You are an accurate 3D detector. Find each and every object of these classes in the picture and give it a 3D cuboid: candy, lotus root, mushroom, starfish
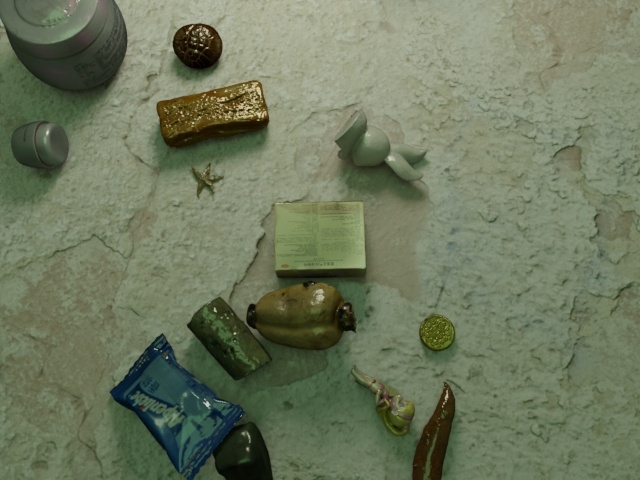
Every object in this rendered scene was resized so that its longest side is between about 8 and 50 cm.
[{"bbox_3d":[-0.317,0.351,1.482,0.331,0.077,0.187,29,71,39],"label":"candy"},{"bbox_3d":[-0.036,0.168,1.533,0.256,0.140,0.155,2,89,12],"label":"lotus root"},{"bbox_3d":[-0.313,-0.497,1.734,0.126,0.085,0.109,-16,77,3],"label":"mushroom"},{"bbox_3d":[-0.289,-0.150,1.684,0.086,0.016,0.092,22,80,9],"label":"starfish"}]

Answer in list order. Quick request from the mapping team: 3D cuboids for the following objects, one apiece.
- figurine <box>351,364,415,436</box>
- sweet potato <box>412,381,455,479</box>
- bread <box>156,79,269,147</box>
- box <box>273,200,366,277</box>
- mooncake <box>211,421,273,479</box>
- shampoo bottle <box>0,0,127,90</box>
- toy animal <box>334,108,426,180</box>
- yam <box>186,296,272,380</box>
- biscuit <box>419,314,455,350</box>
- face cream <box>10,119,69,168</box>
[{"bbox_3d":[0.135,0.352,1.517,0.187,0.083,0.083,41,81,4],"label":"figurine"},{"bbox_3d":[0.238,0.462,1.486,0.072,0.066,0.314,25,73,-34],"label":"sweet potato"},{"bbox_3d":[-0.267,-0.317,1.692,0.270,0.077,0.139,-14,72,-3],"label":"bread"},{"bbox_3d":[0.000,0.000,1.594,0.211,0.095,0.168,-1,74,2],"label":"box"},{"bbox_3d":[-0.160,0.476,1.439,0.104,0.168,0.175,-20,89,-5],"label":"mooncake"},{"bbox_3d":[-0.620,-0.519,1.658,0.272,0.266,0.273,0,75,1],"label":"shampoo bottle"},{"bbox_3d":[0.141,-0.212,1.657,0.220,0.131,0.104,35,43,-16],"label":"toy animal"},{"bbox_3d":[-0.203,0.228,1.537,0.107,0.107,0.194,-41,80,-8],"label":"yam"},{"bbox_3d":[0.268,0.212,1.568,0.084,0.023,0.084,0,76,2],"label":"biscuit"},{"bbox_3d":[-0.683,-0.233,1.665,0.104,0.117,0.117,-3,76,10],"label":"face cream"}]
